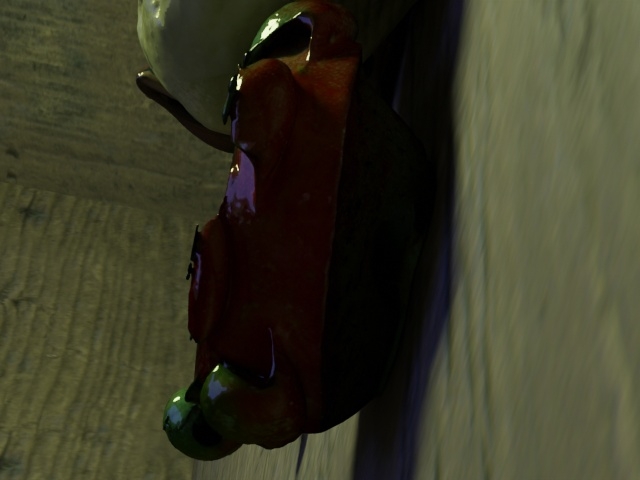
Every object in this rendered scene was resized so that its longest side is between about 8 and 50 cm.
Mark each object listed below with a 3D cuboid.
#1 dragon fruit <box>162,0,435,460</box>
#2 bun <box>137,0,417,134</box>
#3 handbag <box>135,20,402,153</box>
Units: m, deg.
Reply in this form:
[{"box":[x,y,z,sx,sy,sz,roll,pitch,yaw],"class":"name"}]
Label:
[{"box":[-0.014,0.006,0.967,0.268,0.130,0.295,-91,13,-65],"class":"dragon fruit"},{"box":[-0.029,-0.189,1.070,0.229,0.145,0.229,-42,-18,-17],"class":"bun"},{"box":[-0.044,-0.160,1.293,0.251,0.193,0.190,-155,80,-84],"class":"handbag"}]
